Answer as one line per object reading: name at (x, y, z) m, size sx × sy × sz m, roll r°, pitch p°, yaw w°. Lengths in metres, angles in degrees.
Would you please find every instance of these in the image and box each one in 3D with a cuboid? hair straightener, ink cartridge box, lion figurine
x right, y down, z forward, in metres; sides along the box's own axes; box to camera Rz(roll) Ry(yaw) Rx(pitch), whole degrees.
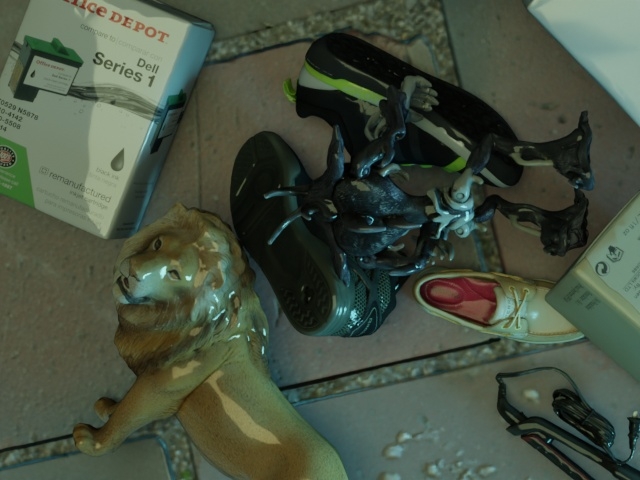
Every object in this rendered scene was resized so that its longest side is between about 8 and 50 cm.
hair straightener at (0.257, 0.185, 1.795) m, size 0.230 × 0.047 × 0.089 m, roll 39°, pitch 99°, yaw 12°
ink cartridge box at (-0.216, -0.132, 1.851) m, size 0.160 × 0.092 × 0.219 m, roll 23°, pitch 97°, yaw 10°
lion figurine at (-0.075, 0.171, 1.803) m, size 0.240 × 0.142 × 0.392 m, roll -41°, pitch 90°, yaw 19°

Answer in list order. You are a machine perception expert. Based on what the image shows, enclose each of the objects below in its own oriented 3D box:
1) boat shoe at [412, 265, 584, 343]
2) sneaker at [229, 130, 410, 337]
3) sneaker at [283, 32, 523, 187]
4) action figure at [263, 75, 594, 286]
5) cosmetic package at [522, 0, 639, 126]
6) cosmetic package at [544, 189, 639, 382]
boat shoe at (0.164, 0.061, 1.796) m, size 0.170 × 0.059 × 0.063 m, roll 8°, pitch 93°, yaw 11°
sneaker at (0.000, 0.000, 1.822) m, size 0.087 × 0.130 × 0.227 m, roll -48°, pitch 53°, yaw 24°
sneaker at (0.076, -0.102, 1.813) m, size 0.235 × 0.084 × 0.097 m, roll 32°, pitch 122°, yaw 10°
action figure at (0.093, -0.045, 1.699) m, size 0.276 × 0.141 × 0.164 m, roll -1°, pitch 118°, yaw 3°
cosmetic package at (0.349, -0.116, 1.644) m, size 0.385 × 0.217 × 0.156 m, roll 45°, pitch 100°, yaw -2°
cosmetic package at (0.352, 0.100, 1.692) m, size 0.309 × 0.160 × 0.113 m, roll 42°, pitch 81°, yaw 6°
